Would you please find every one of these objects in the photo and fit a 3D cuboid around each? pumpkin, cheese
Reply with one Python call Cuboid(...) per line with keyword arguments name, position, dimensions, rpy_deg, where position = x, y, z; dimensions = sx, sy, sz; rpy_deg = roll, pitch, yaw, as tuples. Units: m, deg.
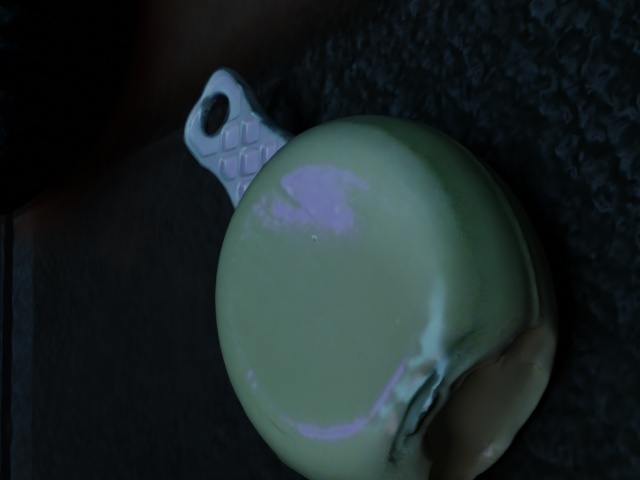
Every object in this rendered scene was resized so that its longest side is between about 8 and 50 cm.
Cuboid(name="pumpkin", position=(-0.190, -0.106, 0.707), dimensions=(0.194, 0.150, 0.194), rpy_deg=(9, 105, 36))
Cuboid(name="cheese", position=(0.000, 0.000, 0.520), dimensions=(0.137, 0.064, 0.227), rpy_deg=(-57, 46, 18))
